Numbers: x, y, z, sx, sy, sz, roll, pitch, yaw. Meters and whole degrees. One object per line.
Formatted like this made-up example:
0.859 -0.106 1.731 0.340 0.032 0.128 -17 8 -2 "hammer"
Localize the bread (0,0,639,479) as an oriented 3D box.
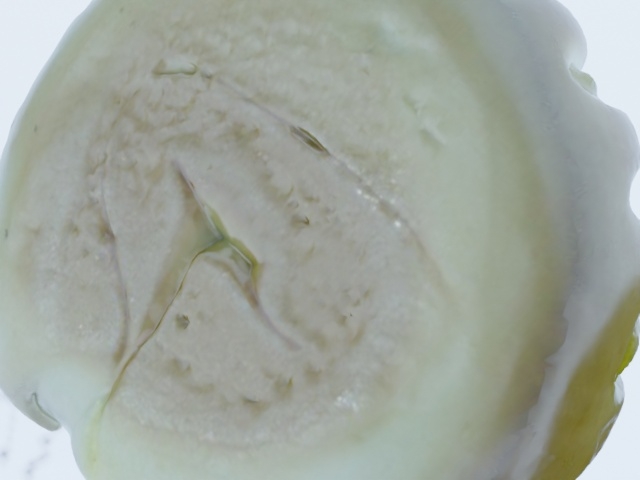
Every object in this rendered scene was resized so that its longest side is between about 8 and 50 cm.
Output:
0.000 0.000 0.576 0.213 0.105 0.213 -7 76 32 "bread"
